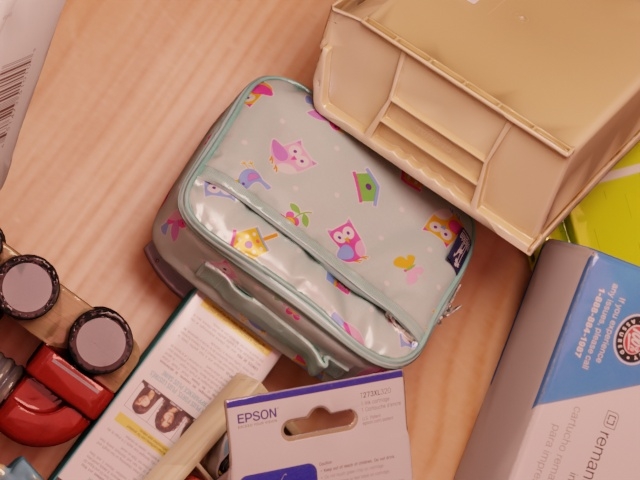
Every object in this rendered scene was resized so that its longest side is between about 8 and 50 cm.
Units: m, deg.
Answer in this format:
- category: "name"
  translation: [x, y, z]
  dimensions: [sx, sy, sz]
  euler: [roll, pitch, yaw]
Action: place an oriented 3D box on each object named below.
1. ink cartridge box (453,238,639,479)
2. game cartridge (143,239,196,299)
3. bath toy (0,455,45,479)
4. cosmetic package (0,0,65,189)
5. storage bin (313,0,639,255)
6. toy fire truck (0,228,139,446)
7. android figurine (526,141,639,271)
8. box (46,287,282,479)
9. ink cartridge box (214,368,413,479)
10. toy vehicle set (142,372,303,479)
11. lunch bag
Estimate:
- category: "ink cartridge box"
  translation: [0.356, 0.200, 1.781]
  dimensions: [0.395, 0.166, 0.285]
  euler: [20, 89, -11]
- category: "game cartridge"
  translation: [-0.123, 0.024, 1.789]
  dimensions: [0.083, 0.017, 0.056]
  euler: [47, 70, -3]
- category: "bath toy"
  translation: [-0.338, 0.338, 1.587]
  dimensions: [0.348, 0.151, 0.129]
  euler: [-43, 92, -3]
- category: "cosmetic package"
  translation: [-0.431, -0.185, 1.582]
  dimensions: [0.385, 0.156, 0.217]
  euler: [25, 110, 7]
- category: "storage bin"
  translation: [0.166, -0.162, 1.758]
  dimensions: [0.260, 0.123, 0.262]
  euler: [35, 47, 15]
- category: "toy fire truck"
  translation: [-0.305, 0.121, 1.667]
  dimensions: [0.217, 0.158, 0.246]
  euler: [37, 85, -6]
- category: "android figurine"
  translation: [0.312, -0.033, 1.891]
  dimensions: [0.248, 0.056, 0.272]
  euler: [-17, 87, -16]
- category: "box"
  translation: [-0.146, 0.167, 1.727]
  dimensions: [0.100, 0.060, 0.244]
  euler: [38, 77, -7]
- category: "ink cartridge box"
  translation: [0.000, 0.303, 1.687]
  dimensions: [0.176, 0.069, 0.370]
  euler: [-8, 100, -25]
- category: "toy vehicle set"
  translation: [-0.107, 0.269, 1.698]
  dimensions: [0.267, 0.035, 0.166]
  euler: [-49, 127, -16]
- category: "lunch bag"
  translation: [0.000, 0.000, 1.742]
  dimensions: [0.279, 0.108, 0.224]
  euler: [36, 50, -6]
